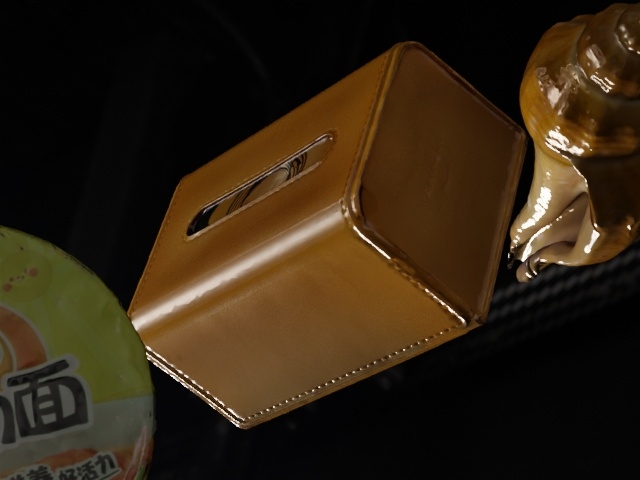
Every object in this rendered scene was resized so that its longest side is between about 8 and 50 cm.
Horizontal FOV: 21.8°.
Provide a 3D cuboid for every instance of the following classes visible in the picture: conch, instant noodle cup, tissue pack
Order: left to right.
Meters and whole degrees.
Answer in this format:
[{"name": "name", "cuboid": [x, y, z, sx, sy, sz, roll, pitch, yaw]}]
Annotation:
[{"name": "instant noodle cup", "cuboid": [-0.217, 0.142, 0.948, 0.264, 0.200, 0.264, 1, -117, -1]}, {"name": "tissue pack", "cuboid": [0.000, 0.000, 1.272, 0.274, 0.145, 0.194, -29, -146, 42]}, {"name": "conch", "cuboid": [0.157, -0.047, 0.933, 0.093, 0.330, 0.109, -31, -108, -11]}]
